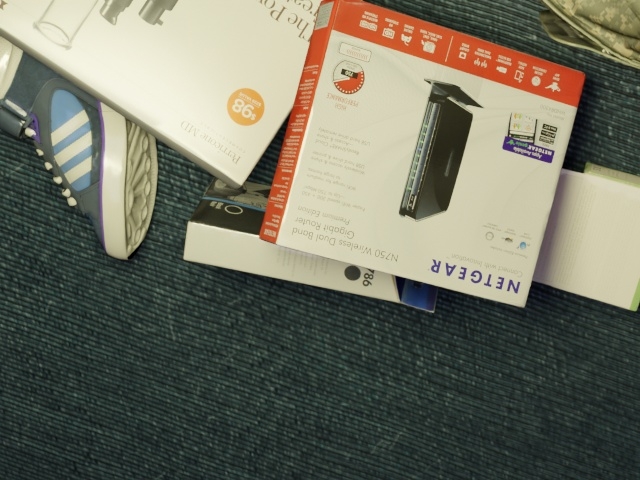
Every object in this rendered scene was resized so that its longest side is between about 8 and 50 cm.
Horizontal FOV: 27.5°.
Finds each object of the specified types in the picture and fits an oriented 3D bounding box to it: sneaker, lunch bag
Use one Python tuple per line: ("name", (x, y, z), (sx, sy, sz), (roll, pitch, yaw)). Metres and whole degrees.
("sneaker", (-0.352, -0.138, 1.747), (0.236, 0.130, 0.323), (7, 117, 14))
("lunch bag", (0.307, -0.317, 1.495), (0.169, 0.235, 0.287), (-38, 102, 16))

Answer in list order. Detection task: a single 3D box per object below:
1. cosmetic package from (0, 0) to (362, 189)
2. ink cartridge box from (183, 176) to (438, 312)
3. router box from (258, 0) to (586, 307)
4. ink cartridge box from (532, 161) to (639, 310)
("cosmetic package", (-0.180, -0.282, 1.598), (0.377, 0.097, 0.284), (33, 86, -6))
("ink cartridge box", (0.000, 0.000, 1.720), (0.332, 0.165, 0.065), (12, 115, 3))
("router box", (0.126, -0.103, 1.586), (0.335, 0.082, 0.301), (14, 90, -18))
("ink cartridge box", (0.326, -0.019, 1.721), (0.235, 0.056, 0.171), (16, 114, 10))
